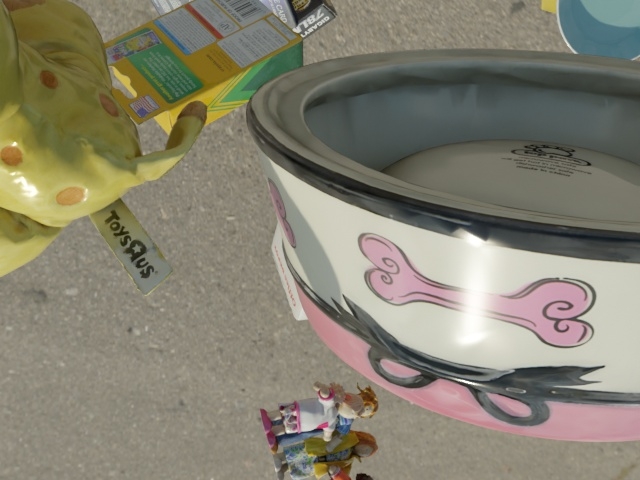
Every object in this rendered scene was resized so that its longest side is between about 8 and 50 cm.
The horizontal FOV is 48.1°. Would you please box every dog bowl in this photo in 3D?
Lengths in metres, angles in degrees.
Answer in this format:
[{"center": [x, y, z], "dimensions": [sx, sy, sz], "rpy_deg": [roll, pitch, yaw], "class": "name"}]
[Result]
[{"center": [0.153, -0.025, 0.512], "dimensions": [0.408, 0.408, 0.150], "rpy_deg": [-3, 116, -7], "class": "dog bowl"}]

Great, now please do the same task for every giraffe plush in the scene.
[{"center": [-0.172, -0.069, 0.323], "dimensions": [0.181, 0.210, 0.170], "rpy_deg": [-55, 155, -11], "class": "giraffe plush"}]

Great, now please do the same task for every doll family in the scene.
[{"center": [0.007, 0.275, 1.024], "dimensions": [0.163, 0.118, 0.262], "rpy_deg": [-13, 124, -6], "class": "doll family"}]

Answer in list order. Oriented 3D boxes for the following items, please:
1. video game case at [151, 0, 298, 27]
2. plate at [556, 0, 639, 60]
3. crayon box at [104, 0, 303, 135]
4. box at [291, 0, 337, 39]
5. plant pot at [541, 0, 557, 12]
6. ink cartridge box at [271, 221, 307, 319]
[{"center": [-0.198, -0.474, 1.382], "dimensions": [0.274, 0.026, 0.196], "rpy_deg": [0, 155, 14], "class": "video game case"}, {"center": [0.421, -0.347, 1.031], "dimensions": [0.188, 0.024, 0.188], "rpy_deg": [-4, 110, -11], "class": "plate"}, {"center": [-0.217, -0.303, 1.229], "dimensions": [0.323, 0.203, 0.083], "rpy_deg": [-33, 153, -20], "class": "crayon box"}, {"center": [-0.144, -0.525, 1.551], "dimensions": [0.296, 0.293, 0.073], "rpy_deg": [-31, 159, 22], "class": "box"}, {"center": [0.558, -0.580, 1.644], "dimensions": [0.081, 0.081, 0.083], "rpy_deg": [-52, 146, -13], "class": "plant pot"}, {"center": [0.000, 0.000, 1.126], "dimensions": [0.093, 0.160, 0.219], "rpy_deg": [-7, 145, -20], "class": "ink cartridge box"}]
